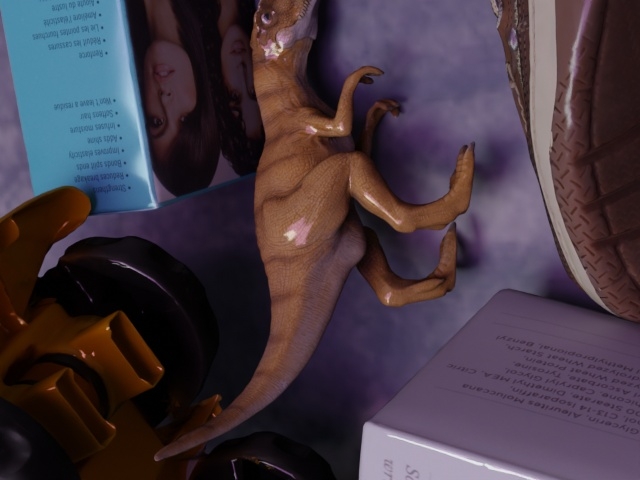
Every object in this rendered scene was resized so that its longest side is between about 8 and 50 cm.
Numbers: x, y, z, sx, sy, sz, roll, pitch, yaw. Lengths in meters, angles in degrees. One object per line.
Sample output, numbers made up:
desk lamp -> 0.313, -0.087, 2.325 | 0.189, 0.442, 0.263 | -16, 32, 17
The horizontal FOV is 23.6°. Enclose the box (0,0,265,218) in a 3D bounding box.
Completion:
box -> -0.083, -0.138, 0.617 | 0.060, 0.100, 0.244 | -4, 100, 29

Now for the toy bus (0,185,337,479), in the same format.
toy bus -> -0.120, 0.124, 0.589 | 0.211, 0.149, 0.220 | -30, 103, 29

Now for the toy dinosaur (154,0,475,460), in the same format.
toy dinosaur -> 0.000, 0.000, 0.597 | 0.112, 0.212, 0.064 | 5, 151, -5

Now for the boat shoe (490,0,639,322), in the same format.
boat shoe -> 0.100, -0.100, 0.546 | 0.095, 0.095, 0.258 | -140, 39, -62

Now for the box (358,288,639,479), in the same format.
box -> 0.115, 0.137, 0.547 | 0.181, 0.119, 0.181 | 15, 118, 25
